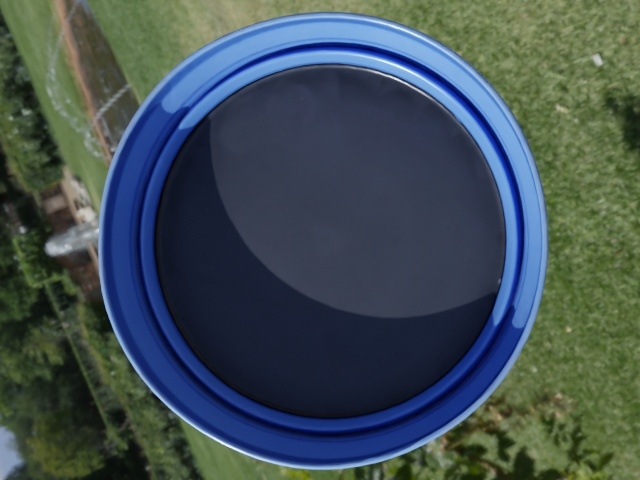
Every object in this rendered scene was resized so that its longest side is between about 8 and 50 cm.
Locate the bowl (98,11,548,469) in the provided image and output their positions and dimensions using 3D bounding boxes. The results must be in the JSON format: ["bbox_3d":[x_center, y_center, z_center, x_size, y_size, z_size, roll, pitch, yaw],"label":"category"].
[{"bbox_3d":[0.000,0.000,0.750,0.391,0.391,0.077,65,-173,5],"label":"bowl"}]
